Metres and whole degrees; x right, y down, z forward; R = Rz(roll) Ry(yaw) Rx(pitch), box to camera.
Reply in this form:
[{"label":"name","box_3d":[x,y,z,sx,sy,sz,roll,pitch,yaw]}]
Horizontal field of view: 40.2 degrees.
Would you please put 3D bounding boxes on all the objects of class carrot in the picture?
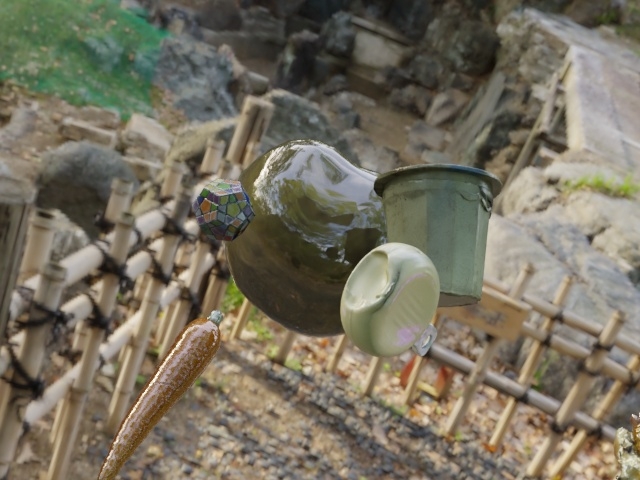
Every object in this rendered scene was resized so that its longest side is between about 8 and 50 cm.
[{"label":"carrot","box_3d":[-0.233,0.224,1.287,0.069,0.069,0.336,27,51,9]}]

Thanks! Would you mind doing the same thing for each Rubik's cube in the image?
[{"label":"Rubik's cube","box_3d":[-0.166,-0.052,1.505,0.093,0.111,0.111,40,24,3]}]

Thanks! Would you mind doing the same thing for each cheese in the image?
[{"label":"cheese","box_3d":[0.101,0.090,1.070,0.064,0.137,0.227,31,-10,35]}]

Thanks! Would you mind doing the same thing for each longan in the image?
[{"label":"longan","box_3d":[0.000,0.000,1.744,0.404,0.404,0.336,24,14,4]}]

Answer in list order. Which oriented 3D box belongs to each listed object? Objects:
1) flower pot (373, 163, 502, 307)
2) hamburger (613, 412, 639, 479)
[{"label":"flower pot","box_3d":[0.189,0.003,1.415,0.212,0.203,0.212,1,-12,0]},{"label":"hamburger","box_3d":[0.452,0.322,1.047,0.245,0.155,0.282,46,25,-57]}]
